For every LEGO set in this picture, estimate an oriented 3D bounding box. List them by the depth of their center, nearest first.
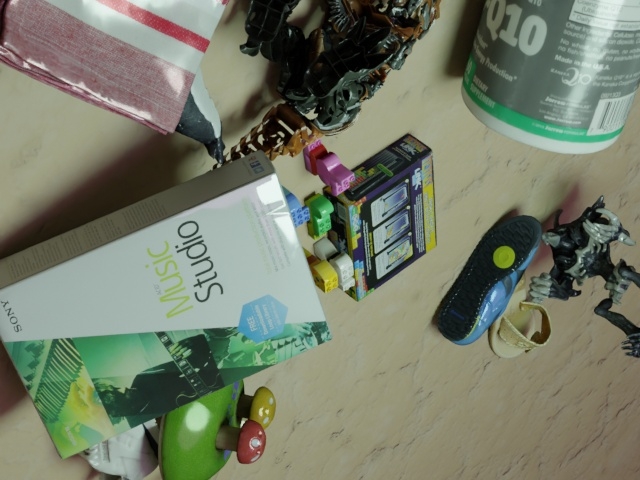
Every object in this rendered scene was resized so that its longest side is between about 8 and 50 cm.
[{"bbox_3d":[0.000,0.000,1.903,0.087,0.093,0.227,-34,142,-23],"label":"LEGO set"}]

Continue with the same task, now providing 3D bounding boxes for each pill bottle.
[{"bbox_3d":[0.303,-0.300,1.878,0.204,0.204,0.361,-15,131,-41],"label":"pill bottle"}]

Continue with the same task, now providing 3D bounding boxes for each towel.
[{"bbox_3d":[-0.141,-0.272,1.393,0.237,0.037,0.329,21,94,-50],"label":"towel"}]

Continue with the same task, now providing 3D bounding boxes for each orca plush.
[{"bbox_3d":[-0.176,-0.191,1.566,0.287,0.102,0.151,61,27,-58],"label":"orca plush"}]

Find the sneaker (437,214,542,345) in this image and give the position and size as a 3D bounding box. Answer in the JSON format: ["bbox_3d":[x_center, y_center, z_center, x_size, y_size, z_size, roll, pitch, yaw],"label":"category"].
[{"bbox_3d":[0.241,0.055,2.257,0.209,0.069,0.082,-57,153,10],"label":"sneaker"}]

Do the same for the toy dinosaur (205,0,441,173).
[{"bbox_3d":[0.011,-0.173,1.725,0.218,0.164,0.322,67,46,-69],"label":"toy dinosaur"}]

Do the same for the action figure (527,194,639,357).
[{"bbox_3d":[0.371,0.034,2.215,0.141,0.276,0.164,20,107,-42],"label":"action figure"}]

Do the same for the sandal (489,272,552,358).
[{"bbox_3d":[0.297,0.123,2.365,0.088,0.079,0.240,-40,144,-15],"label":"sandal"}]

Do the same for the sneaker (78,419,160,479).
[{"bbox_3d":[-0.239,0.208,1.836,0.095,0.090,0.235,-33,141,-9],"label":"sneaker"}]

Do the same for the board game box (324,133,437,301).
[{"bbox_3d":[0.076,-0.028,2.006,0.141,0.048,0.170,-35,142,-26],"label":"board game box"}]

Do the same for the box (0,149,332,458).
[{"bbox_3d":[-0.167,0.070,1.685,0.322,0.058,0.232,-23,126,-6],"label":"box"}]

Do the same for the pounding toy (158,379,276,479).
[{"bbox_3d":[-0.104,0.224,1.910,0.237,0.110,0.183,80,24,-56],"label":"pounding toy"}]
